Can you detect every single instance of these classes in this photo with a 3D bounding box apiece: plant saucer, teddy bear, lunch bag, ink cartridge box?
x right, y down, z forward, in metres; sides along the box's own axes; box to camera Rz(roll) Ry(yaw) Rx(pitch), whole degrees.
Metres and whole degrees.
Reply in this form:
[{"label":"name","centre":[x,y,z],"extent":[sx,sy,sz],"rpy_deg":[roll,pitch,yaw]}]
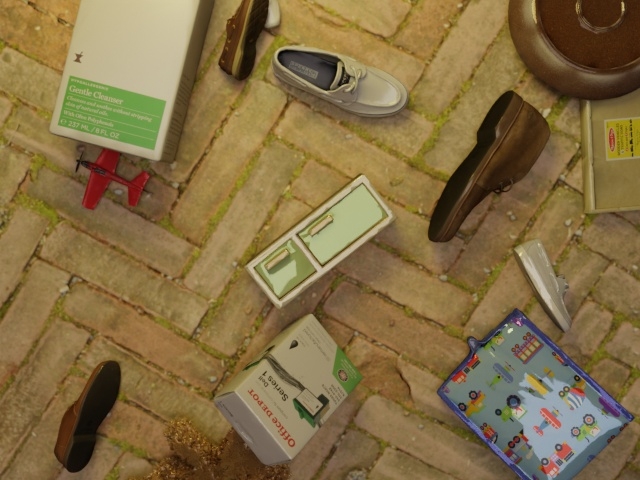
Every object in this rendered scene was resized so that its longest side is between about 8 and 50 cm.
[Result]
[{"label":"plant saucer","centre":[0.493,-0.407,1.347],"extent":[0.311,0.050,0.310],"rpy_deg":[0,86,0]},{"label":"teddy bear","centre":[-0.220,0.447,1.411],"extent":[0.245,0.113,0.338],"rpy_deg":[40,101,2]},{"label":"lunch bag","centre":[0.378,0.288,1.400],"extent":[0.293,0.138,0.221],"rpy_deg":[44,95,4]},{"label":"ink cartridge box","centre":[-0.054,0.263,1.338],"extent":[0.160,0.092,0.219],"rpy_deg":[51,52,-6]}]

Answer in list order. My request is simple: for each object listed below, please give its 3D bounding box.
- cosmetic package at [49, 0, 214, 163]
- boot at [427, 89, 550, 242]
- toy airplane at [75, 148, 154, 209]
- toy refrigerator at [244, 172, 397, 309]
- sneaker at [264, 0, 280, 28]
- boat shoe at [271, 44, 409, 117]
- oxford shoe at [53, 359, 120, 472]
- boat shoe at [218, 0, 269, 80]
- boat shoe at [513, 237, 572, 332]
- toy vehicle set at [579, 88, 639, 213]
[{"label":"cosmetic package","centre":[-0.310,-0.331,1.296],"extent":[0.197,0.155,0.365],"rpy_deg":[13,94,-3]},{"label":"boot","centre":[0.306,-0.112,1.368],"extent":[0.115,0.112,0.305],"rpy_deg":[32,92,-15]},{"label":"toy airplane","centre":[-0.377,-0.113,1.382],"extent":[0.151,0.028,0.151],"rpy_deg":[0,94,-2]},{"label":"toy refrigerator","centre":[0.000,0.000,1.370],"extent":[0.269,0.094,0.102],"rpy_deg":[-37,95,2]},{"label":"sneaker","centre":[-0.112,-0.451,1.342],"extent":[0.054,0.061,0.152],"rpy_deg":[-21,97,-1]},{"label":"boat shoe","centre":[0.035,-0.282,1.349],"extent":[0.258,0.084,0.095],"rpy_deg":[13,94,-3]},{"label":"oxford shoe","centre":[-0.440,0.314,1.403],"extent":[0.076,0.076,0.212],"rpy_deg":[20,83,36]},{"label":"boat shoe","centre":[-0.139,-0.373,1.330],"extent":[0.060,0.064,0.178],"rpy_deg":[28,117,16]},{"label":"boat shoe","centre":[0.427,0.081,1.409],"extent":[0.063,0.066,0.184],"rpy_deg":[-30,86,2]},{"label":"toy vehicle set","centre":[0.569,-0.188,1.396],"extent":[0.166,0.035,0.266],"rpy_deg":[-4,95,-1]}]
